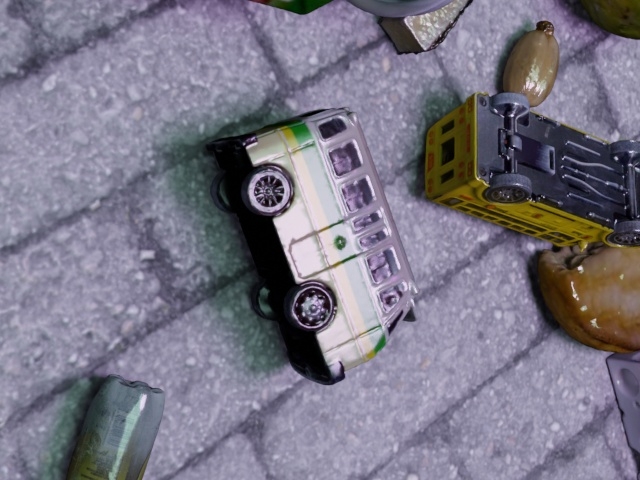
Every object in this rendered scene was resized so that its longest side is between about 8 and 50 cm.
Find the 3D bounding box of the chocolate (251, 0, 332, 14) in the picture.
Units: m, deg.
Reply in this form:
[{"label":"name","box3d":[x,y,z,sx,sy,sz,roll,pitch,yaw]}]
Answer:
[{"label":"chocolate","box3d":[-0.114,-0.442,1.208,0.341,0.161,0.360,9,64,-31]}]

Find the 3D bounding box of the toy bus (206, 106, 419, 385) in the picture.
[{"label":"toy bus","box3d":[0.000,0.000,1.333,0.179,0.143,0.305,-23,100,-20]}]

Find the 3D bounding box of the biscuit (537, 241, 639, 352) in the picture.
[{"label":"biscuit","box3d":[0.442,0.056,1.648,0.274,0.091,0.213,-26,101,-30]}]

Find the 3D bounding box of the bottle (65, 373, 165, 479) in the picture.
[{"label":"bottle","box3d":[-0.248,0.285,1.245,0.083,0.083,0.269,20,85,-30]}]

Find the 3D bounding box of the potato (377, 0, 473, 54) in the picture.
[{"label":"potato","box3d":[0.141,-0.303,1.463,0.061,0.086,0.122,46,75,-26]}]

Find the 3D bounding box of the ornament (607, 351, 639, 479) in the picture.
[{"label":"ornament","box3d":[0.619,0.248,1.672,0.239,0.240,0.239,-23,103,-28]}]

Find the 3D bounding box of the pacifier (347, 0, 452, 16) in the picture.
[{"label":"pacifier","box3d":[0.135,-0.403,1.382,0.233,0.299,0.244,-23,121,-57]}]

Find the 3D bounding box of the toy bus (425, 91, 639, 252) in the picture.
[{"label":"toy bus","box3d":[0.306,-0.079,1.521,0.330,0.152,0.144,17,64,-29]}]

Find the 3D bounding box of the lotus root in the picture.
[{"label":"lotus root","box3d":[0.295,-0.235,1.568,0.073,0.062,0.150,24,79,-22]}]

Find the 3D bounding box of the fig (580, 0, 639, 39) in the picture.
[{"label":"fig","box3d":[0.481,-0.367,1.593,0.233,0.233,0.314,-51,132,-20]}]
